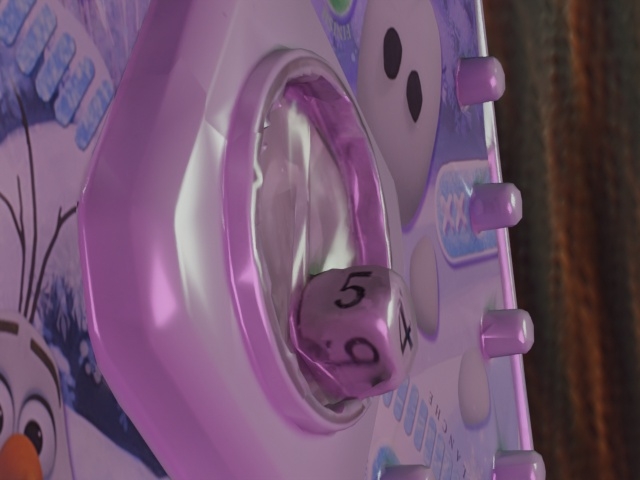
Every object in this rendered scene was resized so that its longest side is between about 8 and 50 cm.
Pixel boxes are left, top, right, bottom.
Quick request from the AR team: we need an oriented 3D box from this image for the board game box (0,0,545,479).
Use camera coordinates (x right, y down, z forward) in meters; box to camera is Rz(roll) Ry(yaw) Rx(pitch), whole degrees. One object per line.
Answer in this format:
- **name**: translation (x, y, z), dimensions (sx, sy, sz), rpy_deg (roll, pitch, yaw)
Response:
- **board game box**: translation (0.000, 0.000, 0.417), dimensions (0.390, 0.050, 0.390), rpy_deg (-10, 94, -68)
